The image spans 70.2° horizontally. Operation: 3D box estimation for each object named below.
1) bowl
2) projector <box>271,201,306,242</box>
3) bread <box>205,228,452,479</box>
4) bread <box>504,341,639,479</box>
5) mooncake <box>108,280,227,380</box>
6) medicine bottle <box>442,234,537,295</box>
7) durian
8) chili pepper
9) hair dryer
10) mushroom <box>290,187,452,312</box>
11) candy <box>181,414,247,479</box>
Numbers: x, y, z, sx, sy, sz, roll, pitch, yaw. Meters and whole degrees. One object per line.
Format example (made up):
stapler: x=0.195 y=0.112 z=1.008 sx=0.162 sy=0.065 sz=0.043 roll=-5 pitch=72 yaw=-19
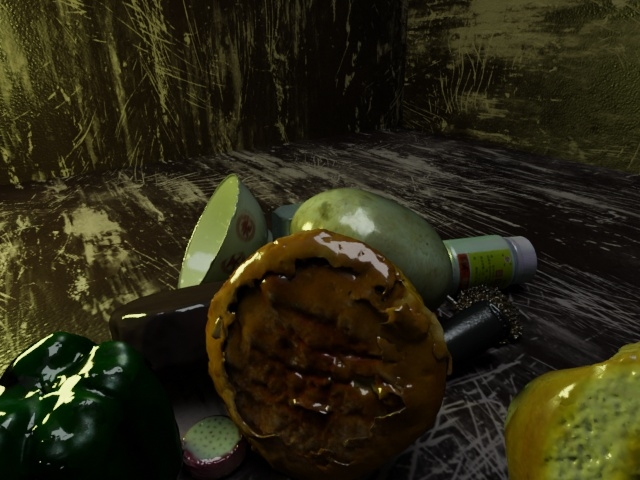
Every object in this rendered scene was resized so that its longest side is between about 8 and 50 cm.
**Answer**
bowl: x=-0.222 y=0.013 z=1.163 sx=0.157 sy=0.337 sz=0.337 roll=24 pitch=13 yaw=-26
projector: x=0.000 y=0.000 z=1.221 sx=0.250 sy=0.198 sz=0.108 roll=-12 pitch=26 yaw=-24
bread: x=0.007 y=0.157 z=0.684 sx=0.337 sy=0.358 sz=0.204 roll=50 pitch=22 yaw=4
bread: x=0.349 y=0.294 z=0.451 sx=0.239 sy=0.395 sz=0.264 roll=1 pitch=-9 yaw=-43
mooncake: x=-0.248 y=0.167 z=0.864 sx=0.283 sy=0.141 sz=0.283 roll=-12 pitch=5 yaw=1
medicine bottle: x=0.403 y=0.059 z=1.139 sx=0.225 sy=0.139 sz=0.139 roll=-6 pitch=24 yaw=-10
durian: x=0.357 y=0.147 z=1.003 sx=0.148 sy=0.091 sz=0.188 roll=-22 pitch=29 yaw=-34
chili pepper: x=-0.307 y=0.260 z=0.587 sx=0.233 sy=0.256 sz=0.248 roll=0 pitch=32 yaw=-6
hair dryer: x=0.227 y=0.183 z=0.944 sx=0.197 sy=0.089 sz=0.251 roll=-25 pitch=17 yaw=-19
mushroom: x=0.085 y=0.042 z=0.919 sx=0.352 sy=0.352 sz=0.260 roll=19 pitch=76 yaw=39
candy: x=-0.164 y=0.318 z=0.705 sx=0.103 sy=0.043 sz=0.103 roll=-1 pitch=24 yaw=0
